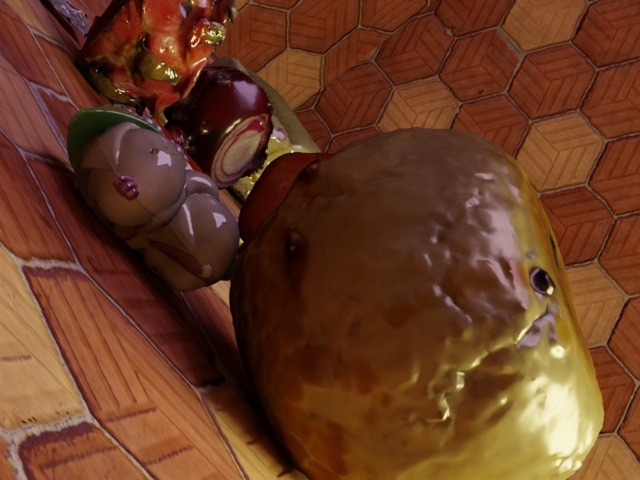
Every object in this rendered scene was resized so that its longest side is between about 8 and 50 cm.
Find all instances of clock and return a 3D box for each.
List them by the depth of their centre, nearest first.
[{"bbox_3d":[-0.152,-0.036,1.301,0.231,0.103,0.144,46,9,-35],"label":"clock"}]

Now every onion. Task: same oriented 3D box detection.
[{"bbox_3d":[-0.168,-0.154,1.896,0.135,0.173,0.198,37,32,31],"label":"onion"}]

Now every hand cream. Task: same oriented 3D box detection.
[{"bbox_3d":[-0.393,-0.379,1.907,0.257,0.050,0.084,56,4,-31],"label":"hand cream"}]

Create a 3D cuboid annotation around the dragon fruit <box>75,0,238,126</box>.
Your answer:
[{"bbox_3d":[-0.203,-0.261,1.803,0.147,0.211,0.282,40,-21,-19],"label":"dragon fruit"}]

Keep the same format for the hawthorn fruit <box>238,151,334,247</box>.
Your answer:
[{"bbox_3d":[0.000,0.000,1.929,0.211,0.211,0.299,49,13,-34],"label":"hawthorn fruit"}]

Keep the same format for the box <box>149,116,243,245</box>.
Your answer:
[{"bbox_3d":[-0.164,-0.059,1.673,0.112,0.048,0.175,50,4,-39],"label":"box"}]

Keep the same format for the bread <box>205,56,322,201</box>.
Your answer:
[{"bbox_3d":[-0.111,-0.168,2.370,0.187,0.155,0.338,36,14,-33],"label":"bread"}]

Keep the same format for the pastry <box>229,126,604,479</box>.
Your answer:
[{"bbox_3d":[0.082,0.087,1.320,0.388,0.312,0.388,-20,90,-74],"label":"pastry"}]
